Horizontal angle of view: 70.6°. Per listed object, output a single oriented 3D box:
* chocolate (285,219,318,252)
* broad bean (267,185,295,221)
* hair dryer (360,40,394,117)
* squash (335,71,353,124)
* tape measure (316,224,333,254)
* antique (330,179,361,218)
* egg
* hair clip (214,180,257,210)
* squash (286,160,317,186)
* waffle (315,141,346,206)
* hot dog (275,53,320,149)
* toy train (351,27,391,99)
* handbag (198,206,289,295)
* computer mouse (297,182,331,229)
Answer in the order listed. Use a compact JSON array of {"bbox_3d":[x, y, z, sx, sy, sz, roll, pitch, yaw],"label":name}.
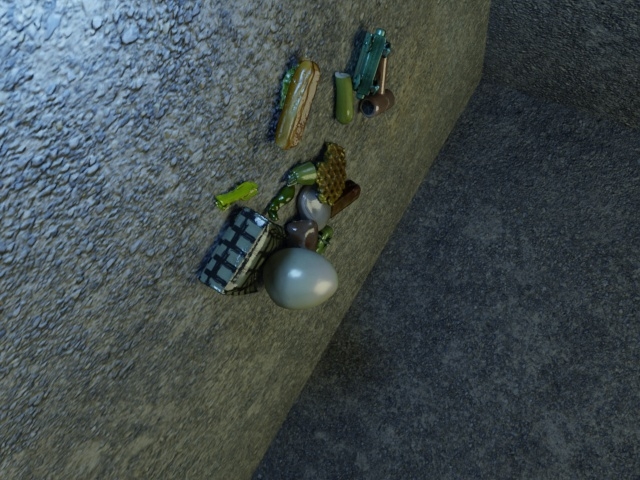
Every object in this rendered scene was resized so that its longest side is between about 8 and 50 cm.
[{"bbox_3d":[-0.083,0.016,2.142,0.161,0.083,0.261,-11,141,-11],"label":"chocolate"},{"bbox_3d":[-0.157,-0.170,1.883,0.048,0.070,0.214,91,24,-64],"label":"broad bean"},{"bbox_3d":[0.276,-0.767,2.131,0.189,0.106,0.344,-37,139,-44],"label":"hair dryer"},{"bbox_3d":[0.101,-0.603,1.922,0.083,0.083,0.250,-50,154,-29],"label":"squash"},{"bbox_3d":[0.000,0.000,2.388,0.200,0.106,0.175,-24,141,-61],"label":"tape measure"},{"bbox_3d":[0.107,-0.228,2.385,0.310,0.087,0.093,-38,147,-46],"label":"antique"},{"bbox_3d":[-0.090,0.173,2.045,0.283,0.345,0.283,-1,90,-80],"label":"egg"},{"bbox_3d":[-0.288,-0.159,1.582,0.173,0.072,0.046,-37,159,-39],"label":"hair clip"},{"bbox_3d":[-0.097,-0.271,1.885,0.132,0.105,0.105,-19,136,-37],"label":"squash"},{"bbox_3d":[0.051,-0.309,2.075,0.301,0.058,0.282,-52,139,-49],"label":"waffle"},{"bbox_3d":[-0.089,-0.487,1.602,0.135,0.100,0.337,-39,152,-62],"label":"hot dog"},{"bbox_3d":[0.203,-0.745,1.911,0.177,0.116,0.285,-109,-148,-61],"label":"toy train"},{"bbox_3d":[-0.280,0.058,1.764,0.325,0.162,0.327,-58,167,-1],"label":"handbag"},{"bbox_3d":[-0.020,-0.146,2.151,0.184,0.121,0.297,-47,156,-31],"label":"computer mouse"}]
